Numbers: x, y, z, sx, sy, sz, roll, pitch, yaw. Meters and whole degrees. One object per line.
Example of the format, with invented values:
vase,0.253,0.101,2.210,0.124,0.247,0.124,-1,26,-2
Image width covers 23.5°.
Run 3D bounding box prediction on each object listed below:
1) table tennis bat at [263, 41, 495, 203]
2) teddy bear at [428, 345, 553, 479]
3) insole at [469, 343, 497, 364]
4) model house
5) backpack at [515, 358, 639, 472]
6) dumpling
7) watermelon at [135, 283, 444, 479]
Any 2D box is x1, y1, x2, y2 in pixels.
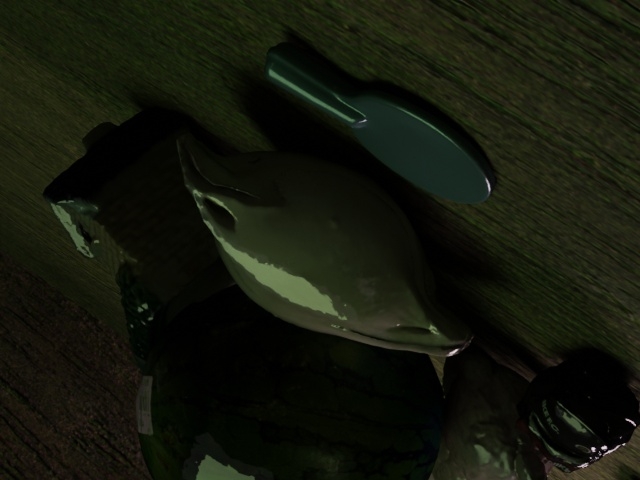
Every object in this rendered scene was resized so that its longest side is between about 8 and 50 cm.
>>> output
table tennis bat,0.054,-0.107,1.416,0.244,0.040,0.153,32,164,6
teddy bear,0.208,0.234,1.852,0.236,0.151,0.267,60,159,20
insole,0.142,0.114,1.946,0.327,0.007,0.111,36,164,5
model house,-0.202,-0.009,1.953,0.284,0.243,0.298,48,163,18
backpack,0.275,0.187,1.652,0.120,0.106,0.165,40,169,10
dumpling,0.003,0.001,1.643,0.341,0.181,0.260,10,-173,-3
watermelon,-0.033,0.205,1.786,0.363,0.363,0.363,35,165,10
